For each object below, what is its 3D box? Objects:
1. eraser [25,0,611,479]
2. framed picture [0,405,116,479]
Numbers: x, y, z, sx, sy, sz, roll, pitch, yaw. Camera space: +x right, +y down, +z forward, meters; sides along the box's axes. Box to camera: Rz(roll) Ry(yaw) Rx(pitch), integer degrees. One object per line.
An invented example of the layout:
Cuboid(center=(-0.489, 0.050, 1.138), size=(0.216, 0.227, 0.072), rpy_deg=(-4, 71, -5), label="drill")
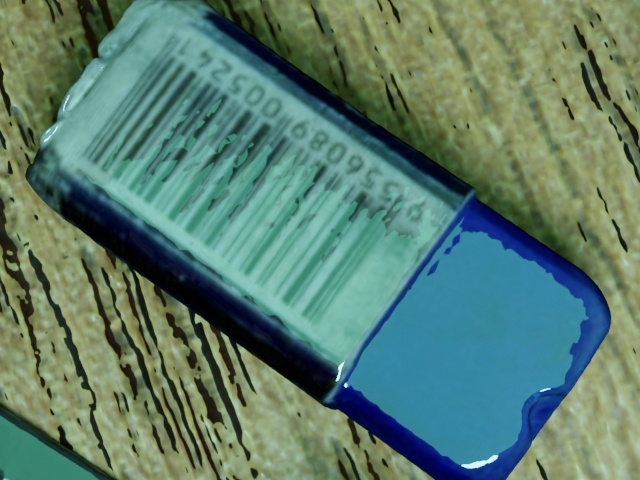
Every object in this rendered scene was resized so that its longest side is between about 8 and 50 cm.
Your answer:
Cuboid(center=(0.000, 0.000, 1.029), size=(0.332, 0.101, 0.155), rpy_deg=(35, 85, 7), label="eraser")
Cuboid(center=(-0.125, 0.296, 1.044), size=(0.347, 0.016, 0.265), rpy_deg=(31, 86, 9), label="framed picture")
